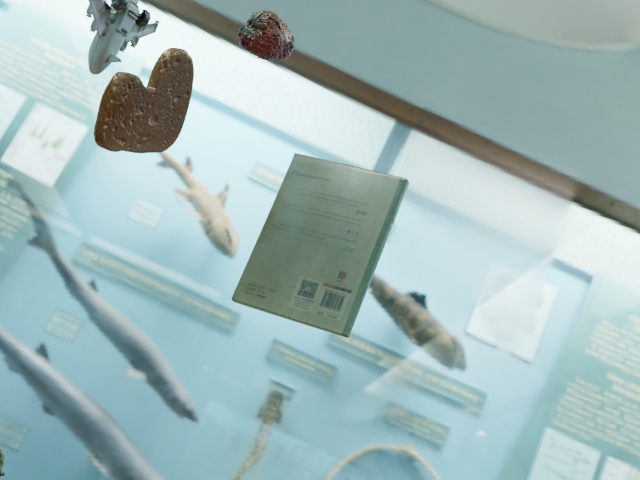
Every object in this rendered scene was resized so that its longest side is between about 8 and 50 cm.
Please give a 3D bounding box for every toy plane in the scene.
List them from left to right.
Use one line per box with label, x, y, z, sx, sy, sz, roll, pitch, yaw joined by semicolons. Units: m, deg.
toy plane;-0.299;-0.324;1.265;0.065;0.171;0.162;10;-9;31

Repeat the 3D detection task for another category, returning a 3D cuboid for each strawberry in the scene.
strawberry;-0.087;-0.339;1.428;0.096;0.083;0.083;26;-16;-27

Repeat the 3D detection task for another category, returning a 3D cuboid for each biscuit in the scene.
biscuit;-0.295;-0.239;1.445;0.036;0.186;0.192;23;16;30

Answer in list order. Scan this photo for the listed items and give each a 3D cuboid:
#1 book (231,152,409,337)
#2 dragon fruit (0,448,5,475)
book;0.000;0.000;1.370;0.214;0.283;0.025;16;-21;22
dragon fruit;-0.630;0.408;1.473;0.166;0.172;0.160;36;-31;-27
